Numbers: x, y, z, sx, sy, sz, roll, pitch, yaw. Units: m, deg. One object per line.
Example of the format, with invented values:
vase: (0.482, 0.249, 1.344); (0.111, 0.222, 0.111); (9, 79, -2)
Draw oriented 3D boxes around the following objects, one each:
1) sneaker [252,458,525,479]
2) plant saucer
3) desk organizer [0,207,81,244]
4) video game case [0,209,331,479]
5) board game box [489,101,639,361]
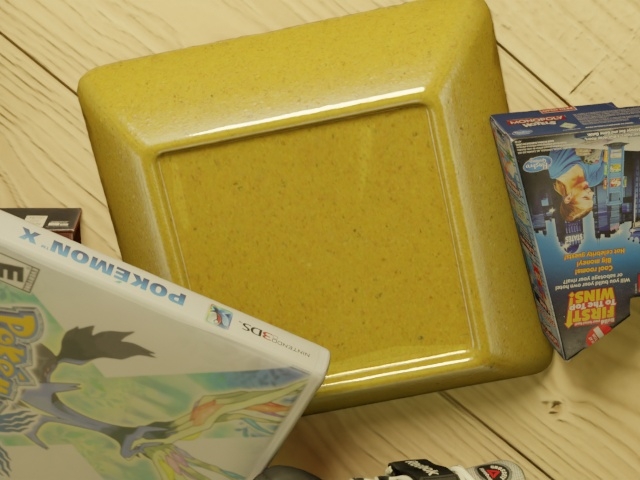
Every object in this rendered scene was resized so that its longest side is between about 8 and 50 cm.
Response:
sneaker: (0.089, 0.225, 1.546); (0.330, 0.122, 0.146); (30, 96, -36)
plant saucer: (0.000, 0.000, 1.497); (0.332, 0.081, 0.333); (-11, 110, 5)
desk organizer: (-0.258, 0.005, 1.522); (0.130, 0.047, 0.050); (0, 113, 1)
video game case: (-0.188, 0.136, 1.510); (0.300, 0.036, 0.329); (23, 134, -8)
board game box: (0.232, -0.009, 1.486); (0.194, 0.060, 0.194); (-6, 114, -11)
